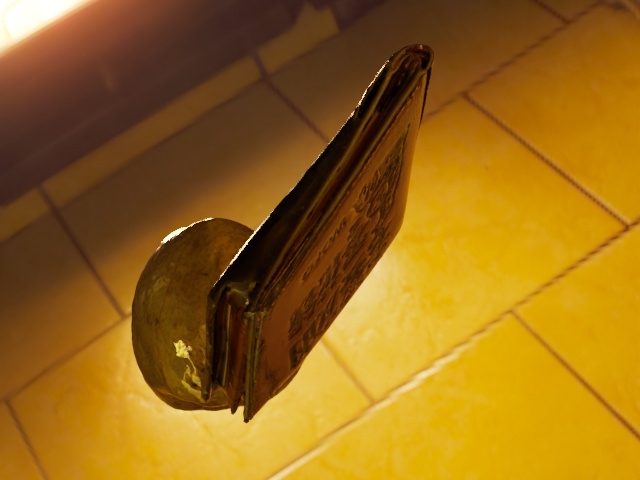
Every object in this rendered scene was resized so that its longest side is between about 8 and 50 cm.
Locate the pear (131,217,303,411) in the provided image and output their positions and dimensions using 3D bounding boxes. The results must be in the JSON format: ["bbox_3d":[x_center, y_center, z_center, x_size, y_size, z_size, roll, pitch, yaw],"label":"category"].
[{"bbox_3d":[-0.110,0.093,1.508,0.188,0.228,0.211,10,76,32],"label":"pear"}]

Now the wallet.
[{"bbox_3d":[0.002,0.002,0.764,0.042,0.161,0.195,33,63,10],"label":"wallet"}]
